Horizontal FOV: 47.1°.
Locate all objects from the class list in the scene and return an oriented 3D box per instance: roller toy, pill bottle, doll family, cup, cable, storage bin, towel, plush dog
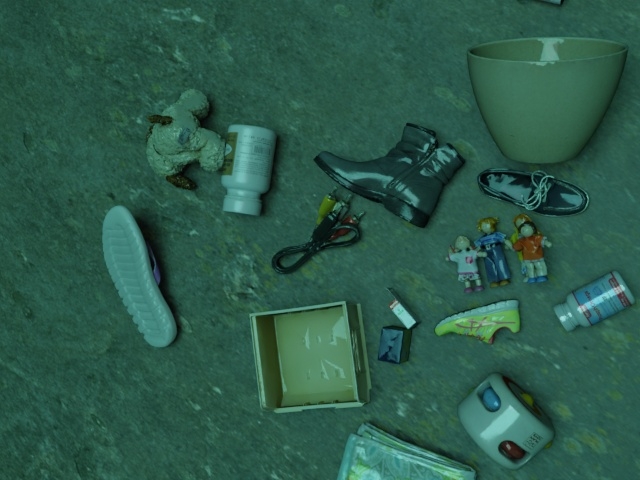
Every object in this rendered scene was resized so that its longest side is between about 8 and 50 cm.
[{"bbox_3d":[0.418,0.398,1.636,0.146,0.191,0.209,-47,72,12],"label":"roller toy"},{"bbox_3d":[-0.195,-0.184,1.951,0.131,0.131,0.229,8,90,22],"label":"pill bottle"},{"bbox_3d":[0.428,0.021,1.714,0.263,0.118,0.163,-13,88,39],"label":"doll family"},{"bbox_3d":[0.488,-0.304,1.613,0.331,0.331,0.237,5,114,22],"label":"cup"},{"bbox_3d":[0.000,0.000,1.918,0.139,0.072,0.287,43,115,1],"label":"cable"},{"bbox_3d":[-0.023,0.297,1.856,0.262,0.123,0.260,-10,83,21],"label":"storage bin"},{"bbox_3d":[0.180,0.665,1.771,0.320,0.090,0.374,17,93,23],"label":"towel"},{"bbox_3d":[0.606,0.138,1.632,0.160,0.087,0.087,-32,76,17],"label":"pill bottle"},{"bbox_3d":[-0.405,-0.264,2.023,0.225,0.210,0.262,-48,59,43],"label":"plush dog"}]

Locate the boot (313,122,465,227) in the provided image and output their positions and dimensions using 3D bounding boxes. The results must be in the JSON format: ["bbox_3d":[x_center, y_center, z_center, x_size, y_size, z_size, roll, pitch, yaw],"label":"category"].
[{"bbox_3d":[0.171,-0.198,1.828,0.338,0.118,0.223,29,95,10],"label":"boot"}]

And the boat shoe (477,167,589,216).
[{"bbox_3d":[0.488,-0.117,1.700,0.254,0.079,0.095,21,94,22],"label":"boat shoe"}]

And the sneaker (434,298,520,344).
[{"bbox_3d":[0.371,0.204,1.728,0.208,0.081,0.094,-17,83,20],"label":"sneaker"}]

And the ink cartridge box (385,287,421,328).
[{"bbox_3d":[0.195,0.167,1.809,0.029,0.063,0.115,-45,72,11],"label":"ink cartridge box"}]

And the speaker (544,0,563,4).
[{"bbox_3d":[0.512,-0.597,1.734,0.136,0.055,0.055,22,95,21],"label":"speaker"}]

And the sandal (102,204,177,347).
[{"bbox_3d":[-0.504,0.100,2.082,0.169,0.102,0.416,-16,94,35],"label":"sandal"}]

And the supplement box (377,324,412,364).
[{"bbox_3d":[0.183,0.254,1.797,0.056,0.083,0.083,8,90,22],"label":"supplement box"}]
